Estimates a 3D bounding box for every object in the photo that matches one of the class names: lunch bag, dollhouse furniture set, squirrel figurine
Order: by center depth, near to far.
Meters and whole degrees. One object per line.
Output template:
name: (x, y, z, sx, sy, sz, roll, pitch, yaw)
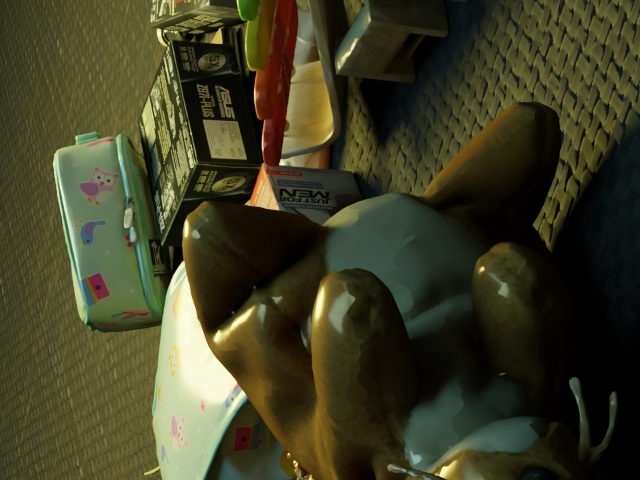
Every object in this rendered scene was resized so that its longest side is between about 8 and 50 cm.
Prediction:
squirrel figurine: (0.094, 0.171, 1.293, 0.370, 0.281, 0.397, -121, 26, -42)
dollhouse furniture set: (0.047, -0.244, 1.608, 0.184, 0.129, 0.129, 125, 144, -53)
lunch bag: (-0.067, 0.142, 1.785, 0.223, 0.160, 0.262, -110, 26, -50)
lunch bag: (-0.236, -0.009, 2.206, 0.279, 0.108, 0.224, 98, 163, -83)

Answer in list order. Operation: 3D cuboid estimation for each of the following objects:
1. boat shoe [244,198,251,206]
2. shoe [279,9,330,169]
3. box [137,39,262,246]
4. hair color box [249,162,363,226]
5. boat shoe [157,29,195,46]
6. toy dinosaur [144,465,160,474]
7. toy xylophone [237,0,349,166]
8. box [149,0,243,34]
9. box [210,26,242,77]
boat shoe: (-0.080, 0.006, 1.987, 0.190, 0.068, 0.072, 119, 162, -46)
shoe: (-0.026, -0.123, 1.873, 0.076, 0.058, 0.219, -179, 94, -69)
box: (-0.136, -0.106, 2.081, 0.147, 0.077, 0.180, 118, 146, -47)
hair color box: (0.000, 0.000, 1.728, 0.167, 0.093, 0.053, -110, 32, -47)
boat shoe: (-0.167, -0.303, 2.318, 0.042, 0.049, 0.133, -4, 73, 41)
toy dinosaur: (-0.155, 0.210, 2.174, 0.092, 0.053, 0.183, -101, 29, -74)
toy xylophone: (-0.027, -0.231, 1.705, 0.236, 0.081, 0.323, -81, -14, -47)
box: (-0.119, -0.402, 2.163, 0.242, 0.076, 0.307, 180, 95, -69)
box: (-0.132, -0.128, 2.206, 0.201, 0.021, 0.164, 129, 138, -54)
